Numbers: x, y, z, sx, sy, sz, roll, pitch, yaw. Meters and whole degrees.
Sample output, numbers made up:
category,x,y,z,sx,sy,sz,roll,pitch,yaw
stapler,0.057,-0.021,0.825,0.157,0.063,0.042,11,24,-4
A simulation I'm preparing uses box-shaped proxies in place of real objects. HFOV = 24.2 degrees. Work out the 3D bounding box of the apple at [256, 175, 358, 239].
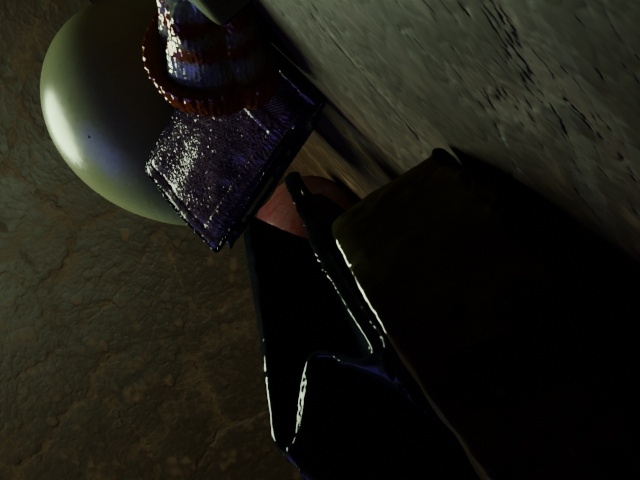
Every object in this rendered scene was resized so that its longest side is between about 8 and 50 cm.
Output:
category,x,y,z,sx,sy,sz,roll,pitch,yaw
apple,0.000,0.000,1.634,0.153,0.120,0.153,52,179,1

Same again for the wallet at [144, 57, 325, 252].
category,x,y,z,sx,sy,sz,roll,pitch,yaw
wallet,-0.076,-0.084,1.216,0.111,0.166,0.030,44,-151,17

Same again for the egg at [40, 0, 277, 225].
category,x,y,z,sx,sy,sz,roll,pitch,yaw
egg,-0.139,-0.113,1.362,0.253,0.188,0.188,36,-177,-30

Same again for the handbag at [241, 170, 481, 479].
category,x,y,z,sx,sy,sz,roll,pitch,yaw
handbag,0.083,0.111,1.210,0.303,0.122,0.329,39,-160,-30

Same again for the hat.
category,x,y,z,sx,sy,sz,roll,pitch,yaw
hat,-0.090,-0.168,1.099,0.112,0.093,0.162,35,155,22

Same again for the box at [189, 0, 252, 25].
category,x,y,z,sx,sy,sz,roll,pitch,yaw
box,-0.157,-0.263,0.914,0.211,0.045,0.270,44,177,44

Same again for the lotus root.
category,x,y,z,sx,sy,sz,roll,pitch,yaw
lotus root,0.146,0.125,0.874,0.390,0.111,0.375,54,-176,-8
